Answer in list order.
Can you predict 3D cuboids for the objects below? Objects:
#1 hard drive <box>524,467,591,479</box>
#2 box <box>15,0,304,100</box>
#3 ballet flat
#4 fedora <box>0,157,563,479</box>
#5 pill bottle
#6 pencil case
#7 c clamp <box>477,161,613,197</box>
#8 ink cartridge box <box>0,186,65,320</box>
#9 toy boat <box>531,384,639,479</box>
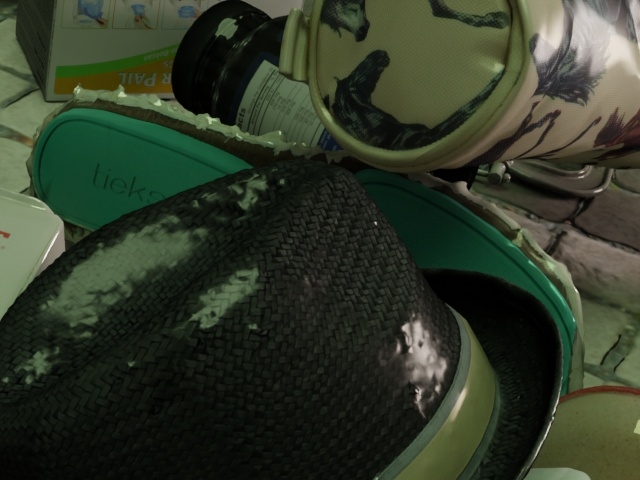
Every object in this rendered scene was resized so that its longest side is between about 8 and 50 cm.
[{"bbox_3d":[-0.020,0.199,0.890,0.203,0.040,0.307,-7,18,37],"label":"hard drive"},{"bbox_3d":[-0.127,-0.183,1.480,0.203,0.103,0.114,-3,35,-22],"label":"box"},{"bbox_3d":[0.000,0.000,1.224,0.409,0.147,0.147,25,34,18],"label":"ballet flat"},{"bbox_3d":[-0.050,0.068,0.911,0.334,0.152,0.334,-21,26,10],"label":"fedora"},{"bbox_3d":[-0.001,-0.090,1.359,0.219,0.123,0.123,33,38,29],"label":"pill bottle"},{"bbox_3d":[0.156,-0.122,1.246,0.183,0.160,0.410,-9,-4,37],"label":"pencil case"},{"bbox_3d":[0.172,-0.080,1.494,0.137,0.022,0.160,20,33,13],"label":"c clamp"},{"bbox_3d":[-0.272,0.089,0.936,0.207,0.117,0.283,16,47,8],"label":"ink cartridge box"},{"bbox_3d":[0.208,0.170,1.037,0.231,0.151,0.151,19,1,14],"label":"toy boat"}]
